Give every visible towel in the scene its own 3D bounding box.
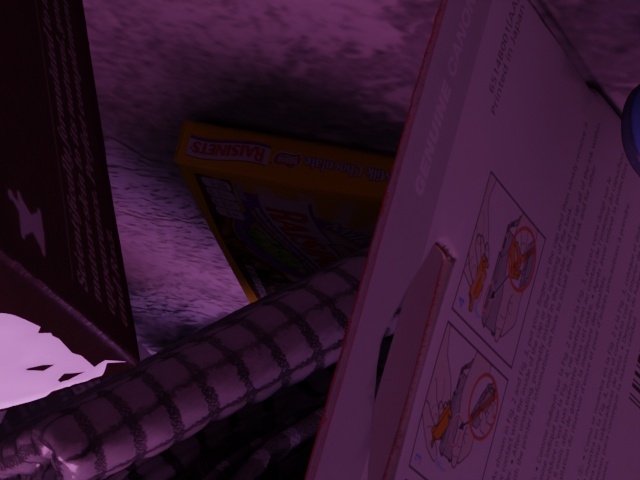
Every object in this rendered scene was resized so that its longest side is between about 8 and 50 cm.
[{"bbox_3d":[-0.049,0.105,0.875,0.284,0.235,0.121,-28,90,57],"label":"towel"}]

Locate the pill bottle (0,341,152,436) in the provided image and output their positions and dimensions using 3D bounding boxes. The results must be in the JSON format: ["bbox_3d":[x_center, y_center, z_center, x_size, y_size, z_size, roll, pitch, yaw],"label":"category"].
[{"bbox_3d":[-0.262,0.182,1.126,0.363,0.210,0.210,-16,-174,-40],"label":"pill bottle"}]

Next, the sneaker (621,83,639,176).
[{"bbox_3d":[0.175,-0.033,0.660,0.144,0.053,0.059,11,164,-12],"label":"sneaker"}]

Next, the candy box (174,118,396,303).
[{"bbox_3d":[0.000,0.000,0.940,0.105,0.027,0.206,8,161,12],"label":"candy box"}]

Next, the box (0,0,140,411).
[{"bbox_3d":[-0.269,-0.005,0.663,0.381,0.191,0.143,-19,152,14],"label":"box"}]

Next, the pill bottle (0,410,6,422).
[{"bbox_3d":[-0.301,0.015,1.026,0.283,0.160,0.160,15,162,5],"label":"pill bottle"}]

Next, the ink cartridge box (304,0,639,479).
[{"bbox_3d":[0.045,0.075,0.693,0.066,0.296,0.261,4,158,33],"label":"ink cartridge box"}]
